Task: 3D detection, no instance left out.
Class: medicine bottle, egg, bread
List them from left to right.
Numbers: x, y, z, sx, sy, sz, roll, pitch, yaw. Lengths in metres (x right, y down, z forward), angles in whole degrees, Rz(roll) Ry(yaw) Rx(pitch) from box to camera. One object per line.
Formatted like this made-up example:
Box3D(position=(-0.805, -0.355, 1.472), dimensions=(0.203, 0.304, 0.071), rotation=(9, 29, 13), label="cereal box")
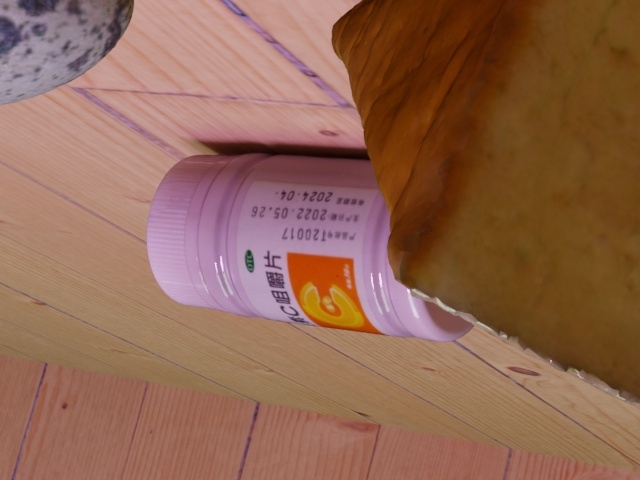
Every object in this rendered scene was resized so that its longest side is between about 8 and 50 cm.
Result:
Box3D(position=(-0.184, -0.134, 0.857), dimensions=(0.172, 0.132, 0.132), rotation=(8, 168, -4), label="egg")
Box3D(position=(0.000, 0.000, 1.240), dimensions=(0.250, 0.133, 0.133), rotation=(7, 166, 34), label="medicine bottle")
Box3D(position=(0.116, -0.024, 0.761), dimensions=(0.233, 0.245, 0.362), rotation=(26, 166, -12), label="bread")
